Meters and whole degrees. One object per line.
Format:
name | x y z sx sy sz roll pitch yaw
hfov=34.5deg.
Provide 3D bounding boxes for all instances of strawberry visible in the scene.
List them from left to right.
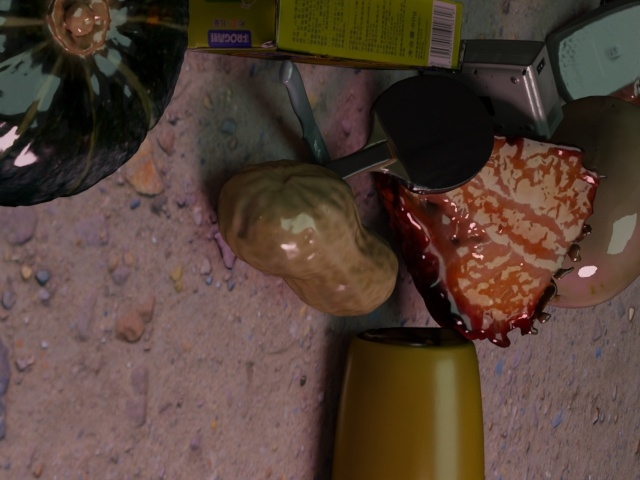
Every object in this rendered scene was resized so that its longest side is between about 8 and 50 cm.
strawberry | 0.171 -0.011 1.232 0.280 0.150 0.253 7 101 -23

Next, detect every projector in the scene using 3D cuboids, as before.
projector | 0.203 -0.177 1.234 0.061 0.147 0.115 -55 136 -31

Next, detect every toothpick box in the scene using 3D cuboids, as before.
toothpick box | 0.098 0.228 1.147 0.175 0.175 0.271 -1 94 -54

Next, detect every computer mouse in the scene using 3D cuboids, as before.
computer mouse | 0.432 -0.288 1.565 0.231 0.079 0.128 -25 102 -19

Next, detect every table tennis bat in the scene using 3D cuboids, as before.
table tennis bat | 0.092 -0.103 1.088 0.220 0.019 0.130 -24 84 -26

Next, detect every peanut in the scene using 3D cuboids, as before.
peanut | 0.000 0.000 1.013 0.257 0.124 0.123 35 68 -51

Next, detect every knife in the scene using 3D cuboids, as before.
knife | -0.012 -0.111 1.021 0.210 0.015 0.028 66 27 -60

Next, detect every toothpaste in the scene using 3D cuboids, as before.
toothpaste | 0.017 -0.210 1.004 0.327 0.110 0.077 -7 103 -53

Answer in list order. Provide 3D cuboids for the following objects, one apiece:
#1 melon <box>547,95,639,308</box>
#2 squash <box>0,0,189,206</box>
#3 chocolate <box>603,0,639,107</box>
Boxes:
melon | 0.364 -0.056 1.413 0.223 0.223 0.317 50 55 -45
squash | -0.201 -0.149 0.671 0.252 0.165 0.252 -16 111 -49
chocolate | 0.517 -0.306 1.689 0.148 0.093 0.214 8 90 -53
